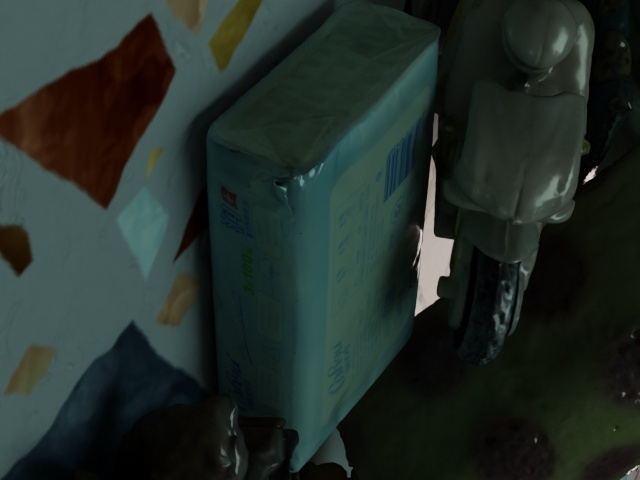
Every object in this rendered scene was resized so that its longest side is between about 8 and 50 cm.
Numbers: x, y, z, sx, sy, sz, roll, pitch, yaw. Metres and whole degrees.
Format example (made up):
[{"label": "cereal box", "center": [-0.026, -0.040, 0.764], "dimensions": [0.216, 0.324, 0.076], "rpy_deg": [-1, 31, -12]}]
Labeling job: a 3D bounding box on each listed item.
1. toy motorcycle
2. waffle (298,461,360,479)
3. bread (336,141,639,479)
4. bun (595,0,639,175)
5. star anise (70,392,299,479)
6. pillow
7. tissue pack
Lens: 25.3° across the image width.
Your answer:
[{"label": "toy motorcycle", "center": [0.125, -0.096, 0.975], "dimensions": [0.223, 0.107, 0.341], "rpy_deg": [101, -3, -46]}, {"label": "waffle", "center": [0.042, 0.347, 1.103], "dimensions": [0.308, 0.091, 0.213], "rpy_deg": [-99, -175, -52]}, {"label": "bread", "center": [0.175, 0.088, 1.049], "dimensions": [0.338, 0.187, 0.155], "rpy_deg": [-38, 143, 17]}, {"label": "bun", "center": [0.307, -0.167, 1.171], "dimensions": [0.211, 0.362, 0.362], "rpy_deg": [-7, 123, -25]}, {"label": "star anise", "center": [-0.099, 0.189, 0.860], "dimensions": [0.236, 0.093, 0.229], "rpy_deg": [-65, 160, 9]}, {"label": "pillow", "center": [0.193, -0.176, 1.052], "dimensions": [0.189, 0.034, 0.256], "rpy_deg": [98, -9, -74]}, {"label": "tissue pack", "center": [0.000, 0.000, 0.924], "dimensions": [0.177, 0.089, 0.263], "rpy_deg": [-46, 151, -39]}]
